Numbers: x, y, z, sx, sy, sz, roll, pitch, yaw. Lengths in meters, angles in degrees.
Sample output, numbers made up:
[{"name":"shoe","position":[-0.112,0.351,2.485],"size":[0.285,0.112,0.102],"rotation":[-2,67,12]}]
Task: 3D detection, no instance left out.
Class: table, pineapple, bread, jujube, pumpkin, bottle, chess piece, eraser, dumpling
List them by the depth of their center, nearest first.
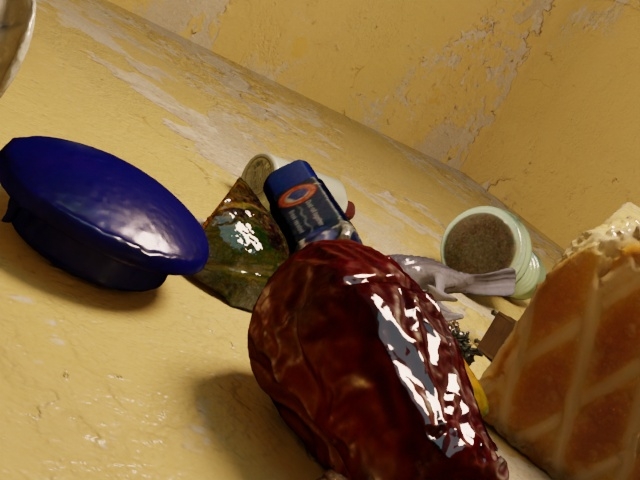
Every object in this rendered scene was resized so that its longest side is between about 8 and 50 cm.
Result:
[{"name":"jujube","position":[0.054,0.147,0.959],"size":[0.216,0.216,0.342],"rotation":[20,20,-38]},{"name":"dumpling","position":[-0.508,-0.312,1.299],"size":[0.243,0.226,0.175],"rotation":[20,14,-14]},{"name":"pumpkin","position":[-0.088,0.005,1.348],"size":[0.163,0.111,0.278],"rotation":[35,12,-8]},{"name":"bread","position":[0.464,0.189,1.350],"size":[0.371,0.390,0.279],"rotation":[39,24,21]},{"name":"eraser","position":[0.000,0.000,1.467],"size":[0.155,0.102,0.332],"rotation":[63,0,-27]},{"name":"pineapple","position":[0.224,0.161,1.575],"size":[0.058,0.058,0.124],"rotation":[17,22,-45]},{"name":"table","position":[0.329,0.176,1.694],"size":[0.070,0.083,0.082],"rotation":[23,9,-42]},{"name":"bottle","position":[-0.028,-0.083,1.778],"size":[0.245,0.104,0.104],"rotation":[19,19,-43]},{"name":"chess piece","position":[0.405,0.049,2.126],"size":[0.195,0.194,0.299],"rotation":[41,8,32]}]

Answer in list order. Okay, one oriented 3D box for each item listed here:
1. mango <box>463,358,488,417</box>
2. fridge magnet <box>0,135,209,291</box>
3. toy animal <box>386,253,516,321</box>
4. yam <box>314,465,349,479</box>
[{"name":"mango","position":[0.154,0.181,1.296],"size":[0.115,0.089,0.165],"rotation":[35,10,-37]},{"name":"fridge magnet","position":[-0.251,-0.032,1.106],"size":[0.266,0.112,0.265],"rotation":[29,14,-8]},{"name":"toy animal","position":[0.177,0.071,1.580],"size":[0.367,0.081,0.206],"rotation":[8,17,-8]},{"name":"yam","position":[0.035,0.261,0.789],"size":[0.141,0.079,0.079],"rotation":[40,16,26]}]
